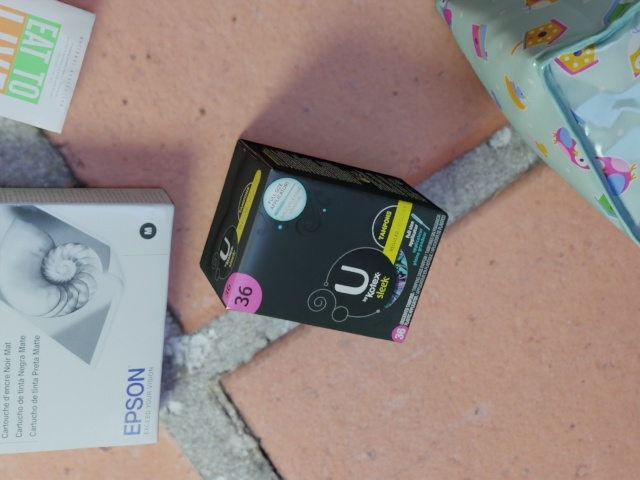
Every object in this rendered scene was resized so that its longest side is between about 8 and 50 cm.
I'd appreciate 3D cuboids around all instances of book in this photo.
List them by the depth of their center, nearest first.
[{"bbox_3d":[-0.249,-0.147,0.827,0.144,0.035,0.096,15,100,-23],"label":"book"}]

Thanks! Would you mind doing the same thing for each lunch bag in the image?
[{"bbox_3d":[0.242,-0.111,0.907,0.160,0.223,0.262,-37,118,4],"label":"lunch bag"}]

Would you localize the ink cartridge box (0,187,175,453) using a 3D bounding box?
[{"bbox_3d":[-0.236,0.066,0.901,0.224,0.045,0.223,-1,110,-19],"label":"ink cartridge box"}]

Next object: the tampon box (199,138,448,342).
[{"bbox_3d":[0.000,0.000,0.929,0.161,0.101,0.120,12,104,-23],"label":"tampon box"}]
